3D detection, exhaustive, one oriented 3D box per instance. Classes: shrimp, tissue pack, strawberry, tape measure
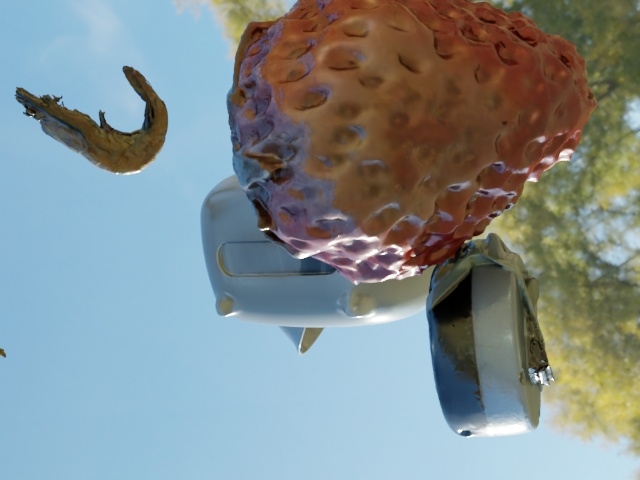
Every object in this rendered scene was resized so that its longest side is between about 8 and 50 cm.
[{"bbox_3d":[-0.322,-0.191,1.351,0.219,0.152,0.046,27,-177,-11],"label":"shrimp"},{"bbox_3d":[0.000,0.000,1.263,0.236,0.333,0.229,-32,-66,-53],"label":"tissue pack"},{"bbox_3d":[0.091,-0.105,0.785,0.149,0.336,0.265,174,82,-74],"label":"strawberry"},{"bbox_3d":[0.162,0.095,0.894,0.182,0.107,0.180,48,-143,-62],"label":"tape measure"}]

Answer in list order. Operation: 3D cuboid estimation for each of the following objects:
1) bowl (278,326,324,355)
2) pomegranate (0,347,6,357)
[{"bbox_3d":[-0.027,0.043,1.878,0.157,0.345,0.345,25,-154,10],"label":"bowl"},{"bbox_3d":[-0.453,0.124,1.006,0.257,0.221,0.220,26,-143,-55],"label":"pomegranate"}]
